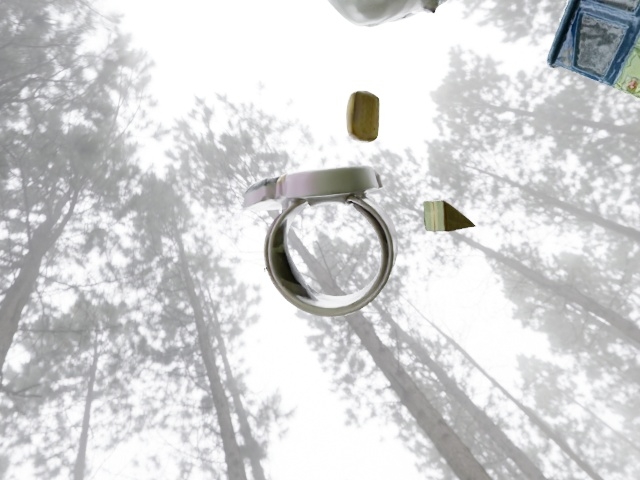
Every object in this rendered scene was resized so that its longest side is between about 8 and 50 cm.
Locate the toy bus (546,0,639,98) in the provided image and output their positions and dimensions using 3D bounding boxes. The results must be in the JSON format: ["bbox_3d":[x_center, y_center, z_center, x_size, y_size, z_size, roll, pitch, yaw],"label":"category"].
[{"bbox_3d":[0.433,-0.258,0.576,0.313,0.190,0.151,-21,-44,-32],"label":"toy bus"}]

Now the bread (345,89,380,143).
[{"bbox_3d":[0.090,-0.273,1.123,0.082,0.056,0.115,1,-91,-29],"label":"bread"}]

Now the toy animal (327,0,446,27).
[{"bbox_3d":[0.111,-0.425,0.662,0.251,0.251,0.309,52,-121,-27],"label":"toy animal"}]

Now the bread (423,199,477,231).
[{"bbox_3d":[0.347,-0.070,1.350,0.139,0.074,0.084,-8,-84,-36],"label":"bread"}]

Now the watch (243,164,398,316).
[{"bbox_3d":[0.000,0.000,0.824,0.244,0.196,0.231,-8,-85,12],"label":"watch"}]
